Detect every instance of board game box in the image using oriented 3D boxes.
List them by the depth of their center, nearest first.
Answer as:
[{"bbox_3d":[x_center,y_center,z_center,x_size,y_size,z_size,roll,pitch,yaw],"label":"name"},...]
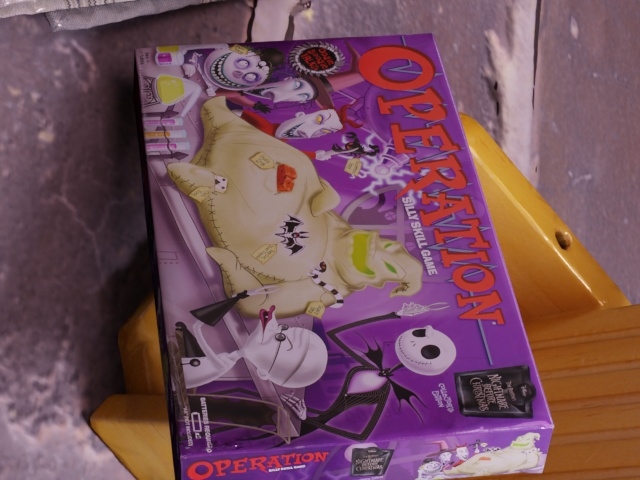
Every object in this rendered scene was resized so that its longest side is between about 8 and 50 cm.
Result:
[{"bbox_3d":[0.000,0.000,1.032,0.208,0.056,0.347,-1,45,-11],"label":"board game box"}]

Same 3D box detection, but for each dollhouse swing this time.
[{"bbox_3d":[0.112,0.060,1.066,0.315,0.305,0.347,49,45,-11],"label":"dollhouse swing"}]

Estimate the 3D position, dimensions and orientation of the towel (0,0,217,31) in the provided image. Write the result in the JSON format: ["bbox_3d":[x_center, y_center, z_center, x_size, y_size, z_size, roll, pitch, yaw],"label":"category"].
[{"bbox_3d":[-0.178,-0.297,1.184,0.312,0.056,0.324,-15,77,-49],"label":"towel"}]
